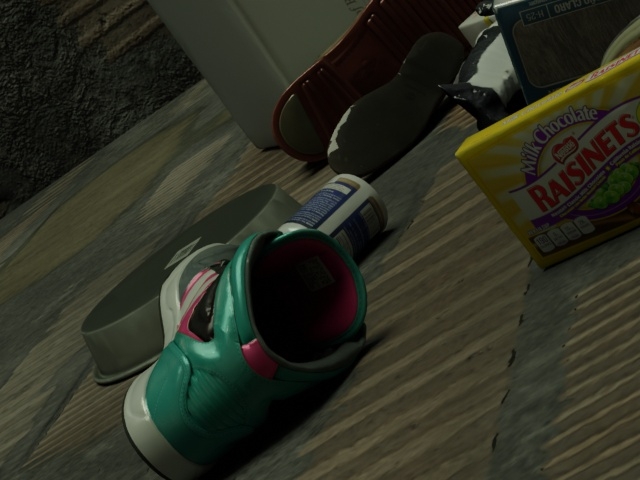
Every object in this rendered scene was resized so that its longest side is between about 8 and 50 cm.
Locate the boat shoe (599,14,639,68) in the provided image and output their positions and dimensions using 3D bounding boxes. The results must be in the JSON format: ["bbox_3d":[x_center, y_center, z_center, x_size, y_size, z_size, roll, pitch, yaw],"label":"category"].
[{"bbox_3d":[0.306,-0.137,1.248,0.324,0.123,0.116,-39,11,37],"label":"boat shoe"}]

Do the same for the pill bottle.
[{"bbox_3d":[0.000,0.000,1.720,0.120,0.067,0.067,-44,13,-33],"label":"pill bottle"}]

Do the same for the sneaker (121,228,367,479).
[{"bbox_3d":[-0.045,0.049,1.496,0.178,0.124,0.295,-38,18,22],"label":"sneaker"}]

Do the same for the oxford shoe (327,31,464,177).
[{"bbox_3d":[0.080,-0.126,2.048,0.212,0.076,0.076,-46,-16,-30],"label":"oxford shoe"}]

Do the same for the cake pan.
[{"bbox_3d":[-0.131,0.037,2.010,0.293,0.054,0.293,-35,11,8],"label":"cake pan"}]

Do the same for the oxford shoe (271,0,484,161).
[{"bbox_3d":[0.078,-0.227,2.290,0.348,0.123,0.130,-36,6,-3],"label":"oxford shoe"}]

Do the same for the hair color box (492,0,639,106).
[{"bbox_3d":[0.241,-0.238,1.622,0.174,0.105,0.347,-16,26,14],"label":"hair color box"}]

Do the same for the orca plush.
[{"bbox_3d":[0.194,-0.133,1.712,0.151,0.102,0.287,13,34,11],"label":"orca plush"}]

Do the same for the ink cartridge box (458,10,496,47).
[{"bbox_3d":[0.223,-0.237,2.013,0.115,0.067,0.198,-41,11,-20],"label":"ink cartridge box"}]

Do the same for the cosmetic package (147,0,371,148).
[{"bbox_3d":[0.014,-0.367,2.521,0.394,0.327,0.329,-39,11,-14],"label":"cosmetic package"}]

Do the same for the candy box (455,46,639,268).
[{"bbox_3d":[0.195,-0.060,1.269,0.206,0.105,0.027,-28,14,40],"label":"candy box"}]
